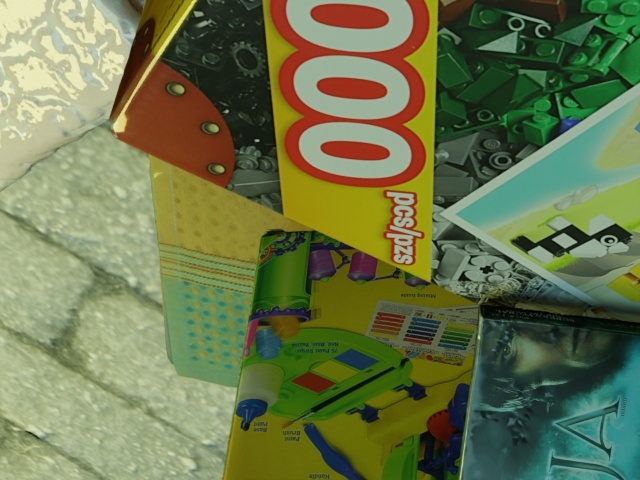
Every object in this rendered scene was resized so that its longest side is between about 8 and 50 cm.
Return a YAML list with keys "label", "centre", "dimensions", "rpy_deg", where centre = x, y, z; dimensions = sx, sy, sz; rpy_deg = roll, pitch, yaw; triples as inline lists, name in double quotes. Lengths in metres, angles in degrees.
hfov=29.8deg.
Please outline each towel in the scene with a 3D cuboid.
- label: "towel"
  centre: [0.000, 0.000, 0.898]
  dimensions: [0.271, 0.040, 0.370]
  rpy_deg: [13, 135, 12]
- label: "towel"
  centre: [-0.288, -0.174, 0.820]
  dimensions: [0.332, 0.053, 0.317]
  rpy_deg: [-22, 116, 43]

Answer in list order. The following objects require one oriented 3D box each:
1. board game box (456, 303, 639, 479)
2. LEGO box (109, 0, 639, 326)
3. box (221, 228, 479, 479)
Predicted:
- label: "board game box"
  centre: [0.127, 0.129, 0.585]
  dimensions: [0.126, 0.026, 0.186]
  rpy_deg: [6, 102, 5]
- label: "LEGO box"
  centre: [0.194, -0.165, 0.460]
  dimensions: [0.372, 0.193, 0.500]
  rpy_deg: [24, 140, -18]
- label: "box"
  centre: [0.098, 0.147, 0.770]
  dimensions: [0.290, 0.279, 0.177]
  rpy_deg: [0, 134, 7]
